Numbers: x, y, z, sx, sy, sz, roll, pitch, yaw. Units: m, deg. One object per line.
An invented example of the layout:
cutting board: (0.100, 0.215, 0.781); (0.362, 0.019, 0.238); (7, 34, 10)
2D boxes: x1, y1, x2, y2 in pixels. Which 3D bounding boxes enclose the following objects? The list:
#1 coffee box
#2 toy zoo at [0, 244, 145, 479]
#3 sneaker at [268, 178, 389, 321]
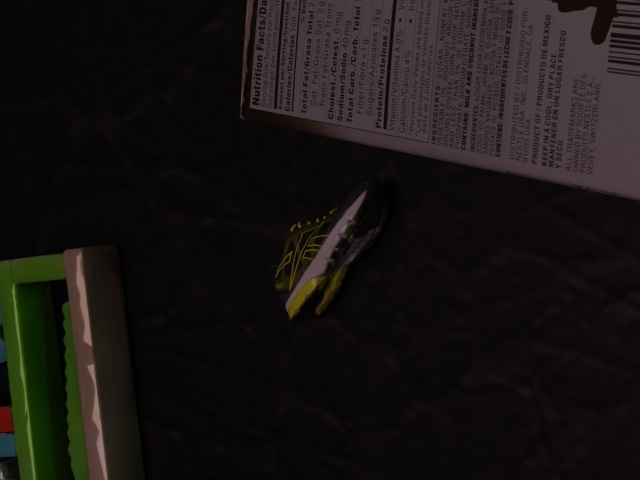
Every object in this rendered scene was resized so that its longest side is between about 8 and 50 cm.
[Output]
coffee box: (0.096, -0.076, 0.647); (0.246, 0.141, 0.098); (16, 104, 55)
toy zoo: (-0.217, 0.111, 1.022); (0.293, 0.030, 0.192); (-7, 89, 39)
sneaker: (0.000, 0.000, 0.838); (0.035, 0.031, 0.083); (48, 121, 26)
